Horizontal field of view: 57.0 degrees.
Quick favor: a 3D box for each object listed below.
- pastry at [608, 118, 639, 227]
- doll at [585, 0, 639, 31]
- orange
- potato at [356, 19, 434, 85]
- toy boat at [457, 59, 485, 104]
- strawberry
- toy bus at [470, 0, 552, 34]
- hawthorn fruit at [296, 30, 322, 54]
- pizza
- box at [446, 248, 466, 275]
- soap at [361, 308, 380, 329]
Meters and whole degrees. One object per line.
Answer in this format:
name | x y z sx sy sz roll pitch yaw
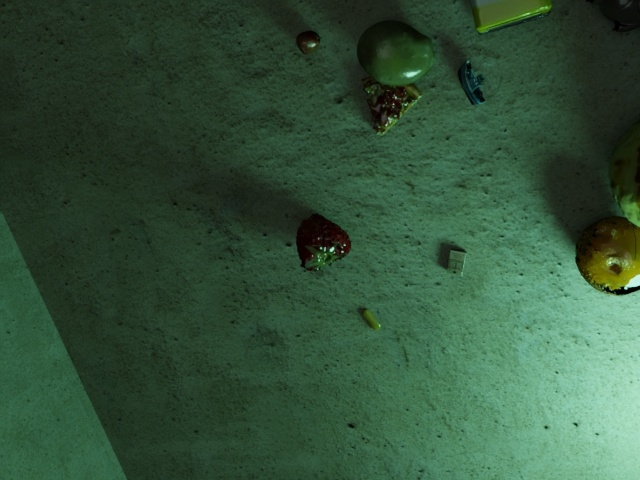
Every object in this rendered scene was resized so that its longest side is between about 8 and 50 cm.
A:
pastry | 0.967 -0.176 1.534 0.389 0.313 0.388 5 103 24
doll | 0.846 -0.629 1.552 0.257 0.117 0.182 30 108 11
orange | 0.862 0.046 1.713 0.235 0.182 0.234 7 102 34
potato | 0.226 -0.560 1.769 0.235 0.160 0.177 5 133 3
toy boat | 0.459 -0.473 1.765 0.061 0.060 0.137 -23 92 43
strawberry | 0.000 0.000 2.023 0.186 0.184 0.201 -55 46 43
toy bus | 0.467 -0.795 1.559 0.210 0.249 0.439 -10 103 22
hawthorn fruit | -0.040 -0.637 1.886 0.077 0.077 0.077 6 108 18
pizza | 0.217 -0.424 1.869 0.201 0.053 0.193 10 109 16
box | 0.452 0.071 1.956 0.053 0.024 0.083 11 108 16
soap | 0.182 0.285 2.123 0.034 0.012 0.089 -38 92 25
